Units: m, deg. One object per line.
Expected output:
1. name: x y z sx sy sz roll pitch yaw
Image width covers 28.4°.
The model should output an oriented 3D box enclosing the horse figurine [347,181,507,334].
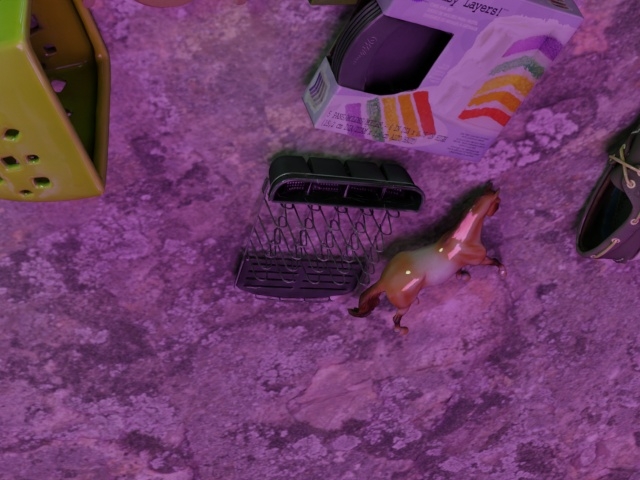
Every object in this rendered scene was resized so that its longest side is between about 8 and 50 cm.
1. horse figurine: 0.156 0.043 1.779 0.263 0.066 0.174 -28 147 1

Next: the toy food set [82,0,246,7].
1. toy food set: -0.162 -0.306 1.364 0.192 0.038 0.132 -4 143 -20

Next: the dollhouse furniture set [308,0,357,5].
1. dollhouse furniture set: 0.027 -0.323 1.375 0.059 0.076 0.151 -10 140 -25

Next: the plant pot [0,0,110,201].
1. plant pot: -0.352 -0.173 1.312 0.207 0.227 0.228 -13 138 7

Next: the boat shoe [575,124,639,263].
1. boat shoe: 0.432 -0.079 1.713 0.091 0.109 0.305 -5 140 -18

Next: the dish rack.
1. dish rack: 0.000 0.000 1.696 0.208 0.074 0.271 4 134 -19

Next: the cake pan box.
1. cake pan box: 0.139 -0.219 1.503 0.267 0.070 0.245 10 129 -32
